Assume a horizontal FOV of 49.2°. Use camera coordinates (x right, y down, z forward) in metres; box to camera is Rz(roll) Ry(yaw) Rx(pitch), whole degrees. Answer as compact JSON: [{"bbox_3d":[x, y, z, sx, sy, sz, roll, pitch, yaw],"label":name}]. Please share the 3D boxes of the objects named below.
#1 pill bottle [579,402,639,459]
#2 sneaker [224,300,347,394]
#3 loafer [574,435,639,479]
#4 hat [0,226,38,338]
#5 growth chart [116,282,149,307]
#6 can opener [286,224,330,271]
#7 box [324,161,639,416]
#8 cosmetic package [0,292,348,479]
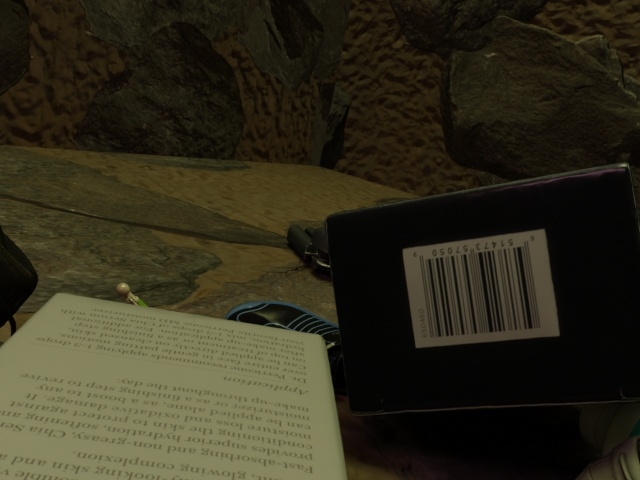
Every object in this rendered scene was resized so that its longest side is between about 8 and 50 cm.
[{"bbox_3d":[0.378,0.225,0.668,0.146,0.146,0.264,5,14,-27],"label":"pill bottle"},{"bbox_3d":[-0.018,0.134,0.871,0.232,0.081,0.090,14,6,5],"label":"sneaker"},{"bbox_3d":[0.288,0.253,0.506,0.112,0.111,0.319,28,9,-17],"label":"loafer"},{"bbox_3d":[-0.334,0.012,0.589,0.331,0.331,0.134,21,59,36],"label":"hat"},{"bbox_3d":[-0.129,0.127,0.732,0.172,0.021,0.237,48,-15,-26],"label":"growth chart"},{"bbox_3d":[0.000,0.000,1.452,0.076,0.095,0.283,8,13,-19],"label":"can opener"},{"bbox_3d":[0.222,0.056,0.818,0.294,0.211,0.395,-9,-4,24],"label":"box"},{"bbox_3d":[-0.106,0.185,0.374,0.230,0.161,0.453,10,12,-5],"label":"cosmetic package"}]
